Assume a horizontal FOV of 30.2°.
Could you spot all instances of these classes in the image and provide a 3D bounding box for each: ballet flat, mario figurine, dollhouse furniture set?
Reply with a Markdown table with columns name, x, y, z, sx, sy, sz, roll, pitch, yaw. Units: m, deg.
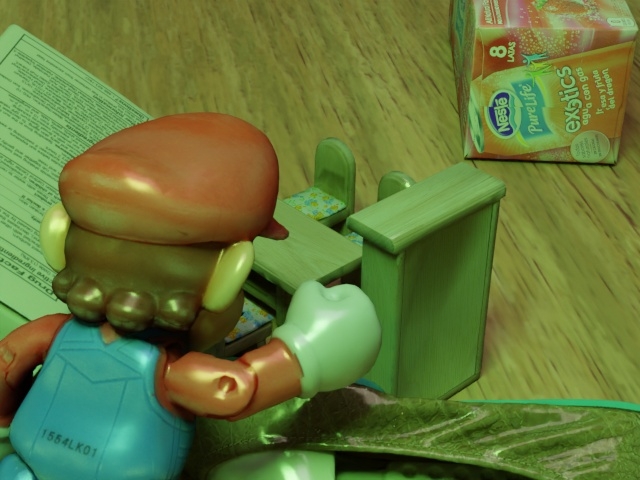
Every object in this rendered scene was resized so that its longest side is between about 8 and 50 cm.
| name | x | y | z | sx | sy | sz | roll | pitch | yaw |
| --- | --- | --- | --- | --- | --- | --- | --- | --- | --- |
| ballet flat | 0.044 | 0.149 | 0.703 | 0.342 | 0.116 | 0.124 | 7 | 51 | 1 |
| mario figurine | -0.092 | 0.085 | 0.657 | 0.198 | 0.320 | 0.170 | 21 | -9 | -17 |
| dollhouse furniture set | 0.000 | 0.000 | 0.859 | 0.212 | 0.161 | 0.242 | -27 | 42 | -36 |

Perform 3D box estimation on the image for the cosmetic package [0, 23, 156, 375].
| name | x | y | z | sx | sy | sz | roll | pitch | yaw |
| --- | --- | --- | --- | --- | --- | --- | --- | --- | --- |
| cosmetic package | -0.238 | -0.017 | 0.862 | 0.153 | 0.129 | 0.296 | 36 | 29 | -14 |

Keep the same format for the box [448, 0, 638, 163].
| name | x | y | z | sx | sy | sz | roll | pitch | yaw |
| --- | --- | --- | --- | --- | --- | --- | --- | --- | --- |
| box | 0.215 | -0.211 | 1.212 | 0.154 | 0.142 | 0.300 | 2 | 33 | 3 |
